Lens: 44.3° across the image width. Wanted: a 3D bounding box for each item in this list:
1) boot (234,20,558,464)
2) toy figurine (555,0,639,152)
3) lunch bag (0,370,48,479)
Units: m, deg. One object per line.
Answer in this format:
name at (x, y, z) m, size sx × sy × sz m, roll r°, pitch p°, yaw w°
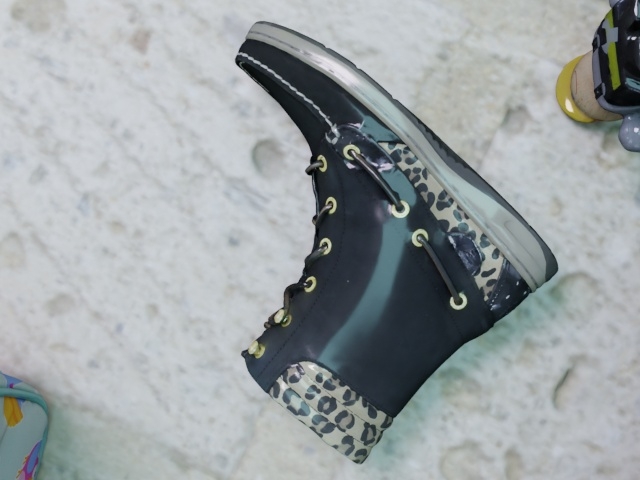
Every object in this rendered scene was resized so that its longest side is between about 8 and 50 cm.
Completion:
boot at (0.001, 0.001, 0.475) m, size 0.236 × 0.085 × 0.178 m, roll 41°, pitch 91°, yaw 1°
toy figurine at (0.272, -0.107, 0.455) m, size 0.209 × 0.148 × 0.213 m, roll 39°, pitch 91°, yaw 7°
lunch bag at (-0.234, 0.151, 0.376) m, size 0.108 × 0.279 × 0.224 m, roll 11°, pitch 77°, yaw 0°
